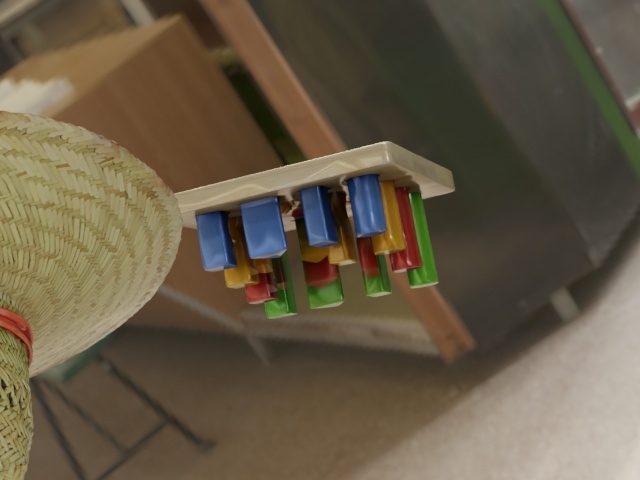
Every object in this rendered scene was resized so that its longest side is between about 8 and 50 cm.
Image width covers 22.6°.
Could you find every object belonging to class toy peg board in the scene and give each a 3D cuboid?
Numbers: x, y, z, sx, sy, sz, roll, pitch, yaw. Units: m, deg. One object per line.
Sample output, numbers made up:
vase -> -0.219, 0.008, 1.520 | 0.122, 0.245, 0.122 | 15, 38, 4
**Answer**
toy peg board -> 0.000, 0.000, 1.069 | 0.161, 0.079, 0.161 | -14, -9, 17

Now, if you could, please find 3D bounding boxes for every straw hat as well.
straw hat -> -0.091, 0.038, 0.323 | 0.144, 0.144, 0.061 | -27, 62, 20
